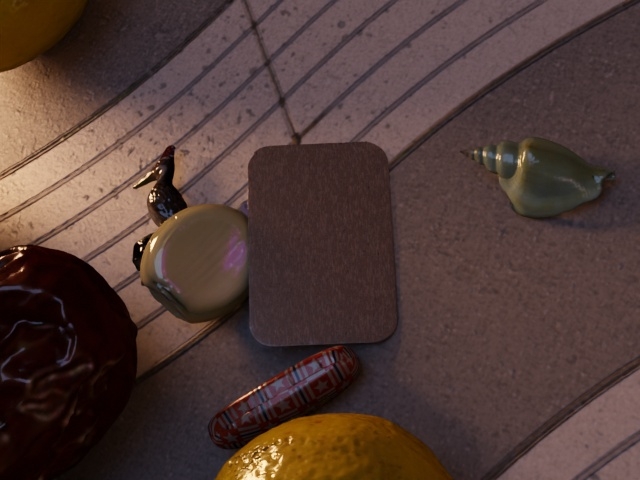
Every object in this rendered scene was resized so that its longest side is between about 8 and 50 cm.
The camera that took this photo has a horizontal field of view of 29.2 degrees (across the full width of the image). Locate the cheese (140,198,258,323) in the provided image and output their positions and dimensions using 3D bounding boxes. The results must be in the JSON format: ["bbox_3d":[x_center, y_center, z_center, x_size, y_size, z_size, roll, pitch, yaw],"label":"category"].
[{"bbox_3d":[-0.116,-0.001,1.518,0.137,0.064,0.227,45,72,0],"label":"cheese"}]

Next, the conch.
[{"bbox_3d":[0.244,-0.076,1.410,0.180,0.065,0.088,15,73,19],"label":"conch"}]

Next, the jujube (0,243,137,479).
[{"bbox_3d":[-0.387,0.180,1.445,0.377,0.276,0.276,-37,59,3],"label":"jujube"}]

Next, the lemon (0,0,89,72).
[{"bbox_3d":[-0.478,-0.397,1.711,0.348,0.348,0.347,-9,65,20],"label":"lemon"}]

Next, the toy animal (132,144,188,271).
[{"bbox_3d":[-0.197,-0.034,1.592,0.105,0.070,0.202,-8,62,5],"label":"toy animal"}]

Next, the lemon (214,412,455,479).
[{"bbox_3d":[0.014,0.306,1.229,0.293,0.293,0.293,-9,65,20],"label":"lemon"}]

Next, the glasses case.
[{"bbox_3d":[-0.041,0.186,1.414,0.195,0.073,0.049,-31,68,8],"label":"glasses case"}]

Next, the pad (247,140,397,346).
[{"bbox_3d":[0.000,0.000,1.485,0.176,0.002,0.266,-3,66,1],"label":"pad"}]
